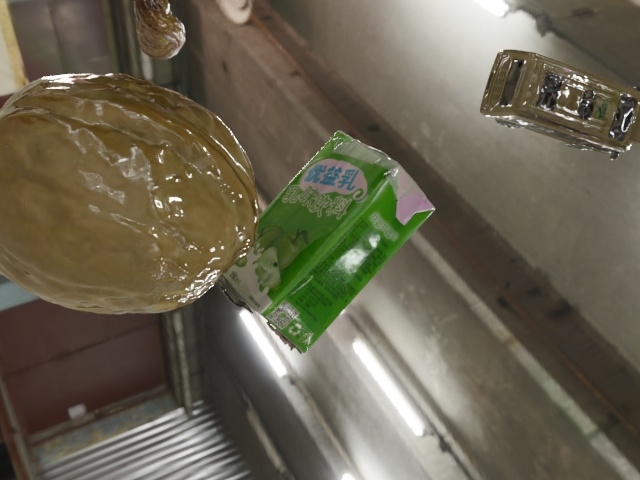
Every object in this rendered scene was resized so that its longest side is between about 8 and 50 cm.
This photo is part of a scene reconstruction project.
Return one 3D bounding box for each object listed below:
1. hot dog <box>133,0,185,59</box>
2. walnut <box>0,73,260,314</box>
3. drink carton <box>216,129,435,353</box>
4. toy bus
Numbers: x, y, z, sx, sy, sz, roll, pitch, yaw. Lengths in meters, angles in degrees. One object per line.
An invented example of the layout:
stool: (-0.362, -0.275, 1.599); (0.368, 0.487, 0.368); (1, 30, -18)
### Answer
hot dog: (-0.258, -0.342, 1.285); (0.099, 0.065, 0.147); (60, -13, 8)
walnut: (-0.220, -0.050, 0.902); (0.277, 0.312, 0.252); (-116, -136, -76)
drink carton: (0.000, 0.000, 1.072); (0.108, 0.271, 0.161); (44, -3, -39)
toy bus: (0.455, -0.251, 1.498); (0.157, 0.289, 0.140); (-145, -109, -69)
